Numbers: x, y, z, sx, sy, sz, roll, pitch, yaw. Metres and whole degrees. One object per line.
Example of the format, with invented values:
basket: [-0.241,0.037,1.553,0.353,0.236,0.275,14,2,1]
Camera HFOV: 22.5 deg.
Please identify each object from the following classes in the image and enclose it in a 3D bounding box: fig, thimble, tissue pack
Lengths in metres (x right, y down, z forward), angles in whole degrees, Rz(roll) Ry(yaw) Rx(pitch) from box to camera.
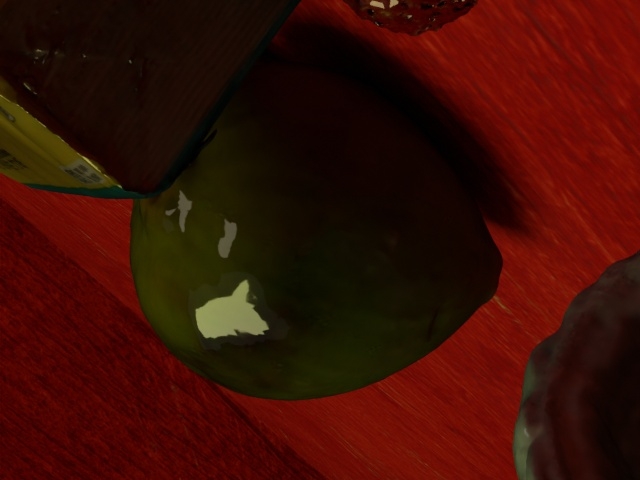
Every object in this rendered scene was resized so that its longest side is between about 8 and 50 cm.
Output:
fig: [-0.006,0.007,0.992,0.230,0.207,0.207,43,167,-26]
thimble: [0.197,0.104,0.733,0.205,0.250,0.172,-13,133,27]
tissue pack: [-0.117,-0.128,0.835,0.134,0.192,0.271,40,167,-18]

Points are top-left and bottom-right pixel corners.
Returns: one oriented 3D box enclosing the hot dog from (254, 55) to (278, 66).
hot dog: [-0.024,-0.072,1.104,0.072,0.055,0.188,26,165,50]

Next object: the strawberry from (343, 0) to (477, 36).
strawberry: [0.038,-0.125,0.659,0.096,0.083,0.083,24,162,49]
